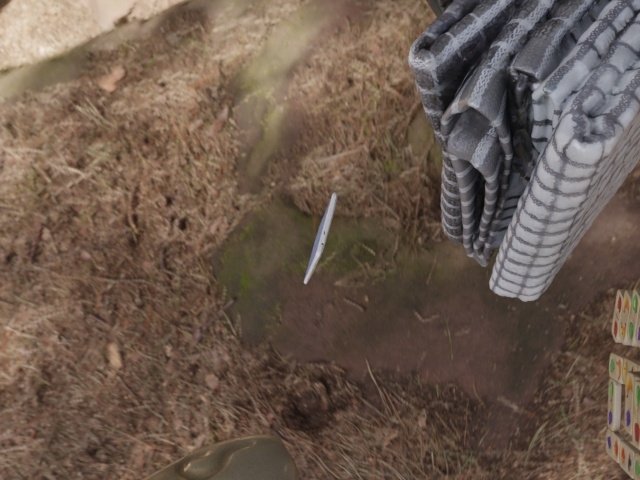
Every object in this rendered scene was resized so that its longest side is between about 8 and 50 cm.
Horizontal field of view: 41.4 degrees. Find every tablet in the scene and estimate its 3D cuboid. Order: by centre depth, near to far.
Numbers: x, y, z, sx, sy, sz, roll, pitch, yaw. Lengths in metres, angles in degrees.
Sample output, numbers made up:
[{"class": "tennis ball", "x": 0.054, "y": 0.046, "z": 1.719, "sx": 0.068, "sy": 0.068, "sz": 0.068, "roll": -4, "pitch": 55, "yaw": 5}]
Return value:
[{"class": "tablet", "x": 0.000, "y": 0.000, "z": 0.671, "sx": 0.006, "sy": 0.083, "sz": 0.054, "roll": 17, "pitch": 70, "yaw": -2}]

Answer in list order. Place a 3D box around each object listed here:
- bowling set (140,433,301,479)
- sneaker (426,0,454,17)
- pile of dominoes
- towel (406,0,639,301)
[{"class": "bowling set", "x": -0.018, "y": 0.213, "z": 0.288, "sx": 0.154, "sy": 0.287, "sz": 0.199, "roll": -21, "pitch": 104, "yaw": -20}, {"class": "sneaker", "x": 0.073, "y": -0.341, "z": 0.757, "sx": 0.122, "sy": 0.330, "sz": 0.146, "roll": -41, "pitch": 37, "yaw": -17}, {"class": "pile of dominoes", "x": 0.308, "y": 0.146, "z": 0.853, "sx": 0.040, "sy": 0.251, "sz": 0.195, "roll": 2, "pitch": 89, "yaw": 5}, {"class": "towel", "x": 0.175, "y": -0.121, "z": 0.552, "sx": 0.121, "sy": 0.235, "sz": 0.283, "roll": 34, "pitch": 75, "yaw": 18}]
